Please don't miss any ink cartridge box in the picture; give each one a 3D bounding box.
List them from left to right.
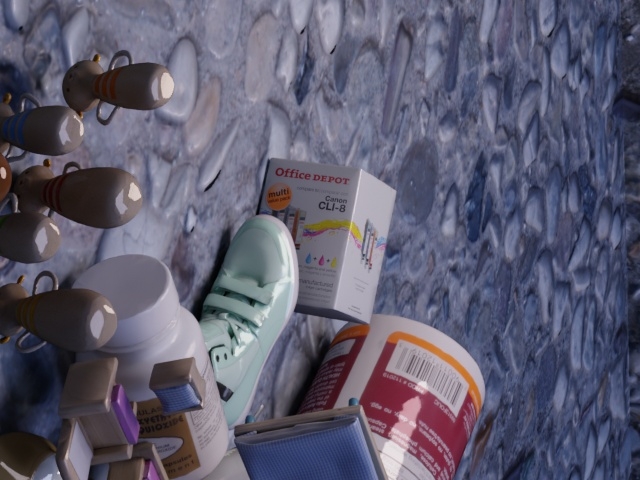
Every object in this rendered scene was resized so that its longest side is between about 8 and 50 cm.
[{"bbox_3d":[0.000,0.000,2.040,0.127,0.128,0.176,29,71,-65],"label":"ink cartridge box"}]

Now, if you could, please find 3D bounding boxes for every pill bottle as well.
[{"bbox_3d":[-0.175,0.133,1.686,0.131,0.131,0.229,-58,147,-42],"label":"pill bottle"},{"bbox_3d":[0.050,0.307,2.145,0.224,0.224,0.392,74,34,-44],"label":"pill bottle"}]

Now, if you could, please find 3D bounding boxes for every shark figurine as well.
[{"bbox_3d":[-0.099,0.293,1.879,0.166,0.116,0.278,-55,170,18],"label":"shark figurine"}]

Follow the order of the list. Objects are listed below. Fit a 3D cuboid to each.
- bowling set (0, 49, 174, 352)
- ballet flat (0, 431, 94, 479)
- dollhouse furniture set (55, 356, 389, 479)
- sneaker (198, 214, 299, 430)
[{"bbox_3d":[-0.263,-0.057,1.454,0.200,0.154,0.287,25,75,-46],"label":"bowling set"},{"bbox_3d":[-0.249,0.244,1.631,0.232,0.073,0.080,48,56,-60],"label":"ballet flat"},{"bbox_3d":[-0.064,0.259,1.571,0.198,0.303,0.286,-87,164,-50],"label":"dollhouse furniture set"},{"bbox_3d":[-0.100,0.085,1.877,0.151,0.094,0.256,36,68,-71],"label":"sneaker"}]
